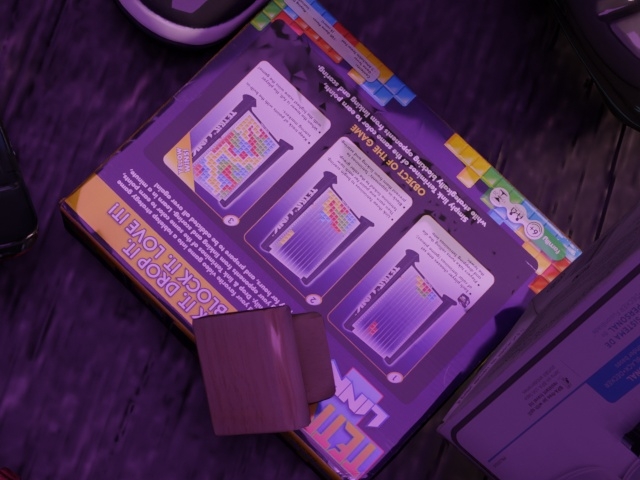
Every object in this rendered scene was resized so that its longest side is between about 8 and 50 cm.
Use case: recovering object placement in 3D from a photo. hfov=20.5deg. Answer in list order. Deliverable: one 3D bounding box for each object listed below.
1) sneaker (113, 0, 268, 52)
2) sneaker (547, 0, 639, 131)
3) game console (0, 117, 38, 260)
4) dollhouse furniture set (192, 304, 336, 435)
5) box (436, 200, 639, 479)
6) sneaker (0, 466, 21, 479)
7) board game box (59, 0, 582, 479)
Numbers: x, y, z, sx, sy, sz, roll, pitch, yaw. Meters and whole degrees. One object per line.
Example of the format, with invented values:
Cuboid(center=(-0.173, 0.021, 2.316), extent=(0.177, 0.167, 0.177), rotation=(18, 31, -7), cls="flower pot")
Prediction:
Cuboid(center=(-0.023, -0.194, 0.756), extent=(0.084, 0.097, 0.234), rotation=(26, 76, 0), cls="sneaker")
Cuboid(center=(0.107, -0.166, 0.766), extent=(0.101, 0.106, 0.267), rotation=(-15, 72, -3), cls="sneaker")
Cuboid(center=(-0.186, -0.059, 0.686), extent=(0.124, 0.085, 0.144), rotation=(-14, 55, -18), cls="game console")
Cuboid(center=(0.062, 0.191, 0.542), extent=(0.174, 0.303, 0.355), rotation=(-13, 92, -49), cls="dollhouse furniture set")
Cuboid(center=(0.205, 0.103, 0.628), extent=(0.290, 0.169, 0.087), rotation=(42, 50, 0), cls="box")
Cuboid(center=(-0.155, 0.132, 0.671), extent=(0.299, 0.121, 0.112), rotation=(45, 91, 12), cls="sneaker")
Cuboid(center=(0.000, 0.000, 0.742), extent=(0.170, 0.048, 0.141), rotation=(44, 79, 4), cls="board game box")
